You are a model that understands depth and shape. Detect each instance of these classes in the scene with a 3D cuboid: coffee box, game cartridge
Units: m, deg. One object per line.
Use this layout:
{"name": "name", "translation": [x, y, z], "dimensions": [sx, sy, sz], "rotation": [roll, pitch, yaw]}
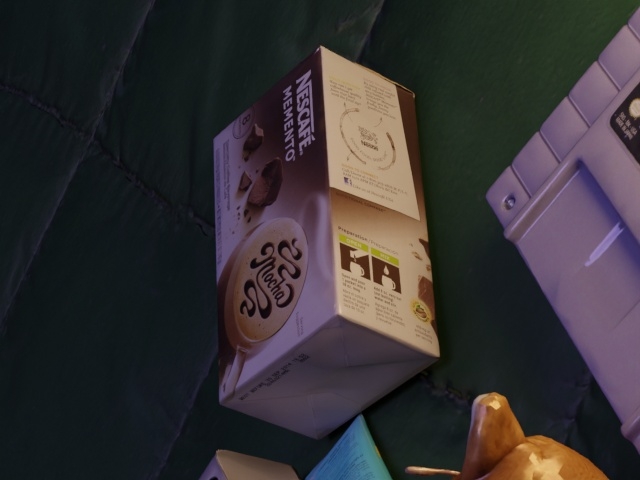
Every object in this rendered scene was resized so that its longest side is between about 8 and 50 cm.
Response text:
{"name": "coffee box", "translation": [0.000, 0.000, 1.593], "dimensions": [0.168, 0.119, 0.297], "rotation": [-38, 42, 38]}
{"name": "game cartridge", "translation": [0.258, -0.009, 1.295], "dimensions": [0.230, 0.068, 0.355], "rotation": [-56, 34, 24]}

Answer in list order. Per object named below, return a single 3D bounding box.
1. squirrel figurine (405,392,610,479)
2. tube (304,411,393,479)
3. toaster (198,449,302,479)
{"name": "squirrel figurine", "translation": [0.050, 0.284, 1.150], "dimensions": [0.370, 0.397, 0.281], "rotation": [-40, 80, 4]}
{"name": "tube", "translation": [0.039, 0.221, 1.478], "dimensions": [0.080, 0.052, 0.207], "rotation": [-47, 30, 8]}
{"name": "toaster", "translation": [-0.069, 0.295, 1.525], "dimensions": [0.168, 0.110, 0.185], "rotation": [-57, 34, 16]}
